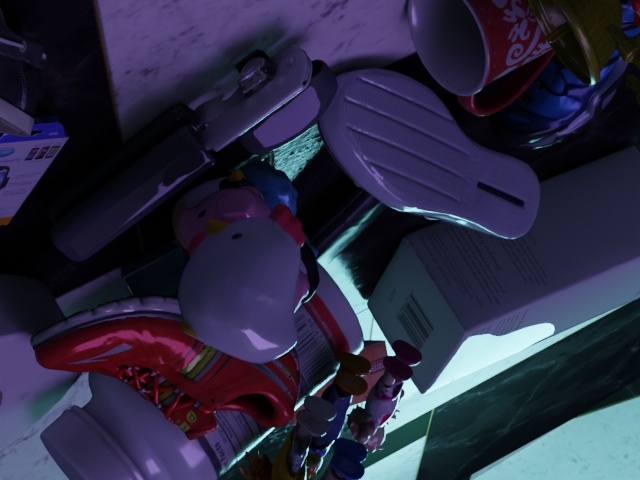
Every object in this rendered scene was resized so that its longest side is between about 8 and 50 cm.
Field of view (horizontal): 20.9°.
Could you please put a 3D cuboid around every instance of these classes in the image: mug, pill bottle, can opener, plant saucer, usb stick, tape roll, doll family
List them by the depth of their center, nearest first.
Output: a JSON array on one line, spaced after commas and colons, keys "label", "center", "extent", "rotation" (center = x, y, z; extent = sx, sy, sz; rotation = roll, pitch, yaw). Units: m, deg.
[{"label": "can opener", "center": [-0.111, -0.072, 1.505], "extent": [0.280, 0.074, 0.093], "rotation": [-32, 124, 10]}, {"label": "mug", "center": [0.175, -0.206, 1.591], "extent": [0.169, 0.113, 0.150], "rotation": [-27, 163, -25]}, {"label": "tape roll", "center": [-0.407, 0.168, 1.640], "extent": [0.392, 0.072, 0.392], "rotation": [-31, 164, -10]}, {"label": "doll family", "center": [-0.001, 0.202, 1.754], "extent": [0.263, 0.118, 0.163], "rotation": [-54, 170, -51]}, {"label": "pill bottle", "center": [-0.124, 0.145, 1.779], "extent": [0.318, 0.176, 0.176], "rotation": [-40, 163, -17]}, {"label": "plant saucer", "center": [-0.167, 0.051, 1.823], "extent": [0.067, 0.018, 0.192], "rotation": [-29, 160, -8]}, {"label": "usb stick", "center": [0.000, 0.000, 1.904], "extent": [0.278, 0.045, 0.077], "rotation": [-45, 163, 32]}]

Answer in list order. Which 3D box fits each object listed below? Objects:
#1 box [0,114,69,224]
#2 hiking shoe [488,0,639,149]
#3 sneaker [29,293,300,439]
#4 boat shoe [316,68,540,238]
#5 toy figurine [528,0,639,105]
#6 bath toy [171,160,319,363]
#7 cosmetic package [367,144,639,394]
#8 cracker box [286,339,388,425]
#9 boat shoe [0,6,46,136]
[{"label": "box", "center": [-0.264, -0.058, 1.414], "extent": [0.081, 0.028, 0.136], "rotation": [-9, 148, -46]}, {"label": "hiking shoe", "center": [0.264, -0.220, 1.707], "extent": [0.304, 0.113, 0.132], "rotation": [-47, 147, 15]}, {"label": "sneaker", "center": [-0.130, 0.122, 1.590], "extent": [0.279, 0.118, 0.107], "rotation": [9, 156, -34]}, {"label": "boat shoe", "center": [0.087, -0.074, 1.735], "extent": [0.119, 0.121, 0.335], "rotation": [5, 163, 41]}, {"label": "toy figurine", "center": [0.252, -0.288, 1.373], "extent": [0.217, 0.191, 0.362], "rotation": [-48, 141, -9]}, {"label": "bath toy", "center": [-0.064, 0.007, 1.525], "extent": [0.129, 0.151, 0.348], "rotation": [-63, -176, 7]}, {"label": "cosmetic package", "center": [0.267, 0.038, 2.214], "extent": [0.365, 0.155, 0.197], "rotation": [-22, 158, -26]}, {"label": "cracker box", "center": [-0.051, 0.160, 2.011], "extent": [0.155, 0.067, 0.232], "rotation": [-14, -172, -41]}, {"label": "boat shoe", "center": [-0.259, -0.147, 1.175], "extent": [0.079, 0.084, 0.233], "rotation": [-68, 154, -10]}]
